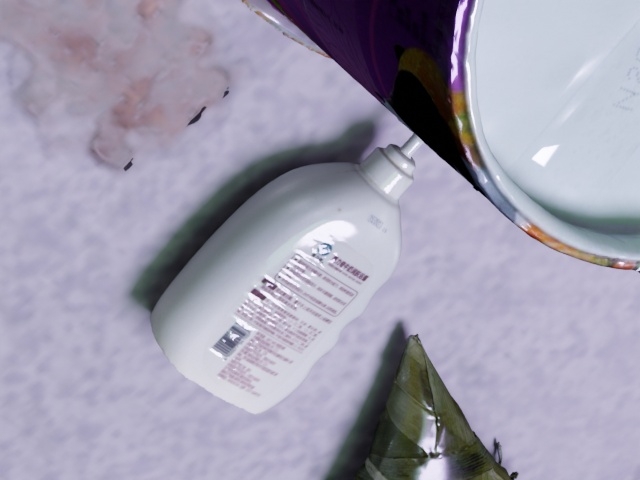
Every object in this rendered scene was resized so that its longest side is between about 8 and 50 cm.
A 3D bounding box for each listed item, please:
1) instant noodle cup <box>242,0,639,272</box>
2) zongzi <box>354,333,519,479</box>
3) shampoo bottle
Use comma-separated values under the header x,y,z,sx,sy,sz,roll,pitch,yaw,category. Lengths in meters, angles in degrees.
x,y,z,sx,sy,sz,roll,pitch,yaw,category
0.095,-0.121,0.588,0.251,0.190,0.251,-12,128,-16,instant noodle cup
0.071,0.103,0.835,0.109,0.055,0.119,7,109,-31,zongzi
0.000,0.000,0.728,0.077,0.045,0.152,32,108,-36,shampoo bottle
